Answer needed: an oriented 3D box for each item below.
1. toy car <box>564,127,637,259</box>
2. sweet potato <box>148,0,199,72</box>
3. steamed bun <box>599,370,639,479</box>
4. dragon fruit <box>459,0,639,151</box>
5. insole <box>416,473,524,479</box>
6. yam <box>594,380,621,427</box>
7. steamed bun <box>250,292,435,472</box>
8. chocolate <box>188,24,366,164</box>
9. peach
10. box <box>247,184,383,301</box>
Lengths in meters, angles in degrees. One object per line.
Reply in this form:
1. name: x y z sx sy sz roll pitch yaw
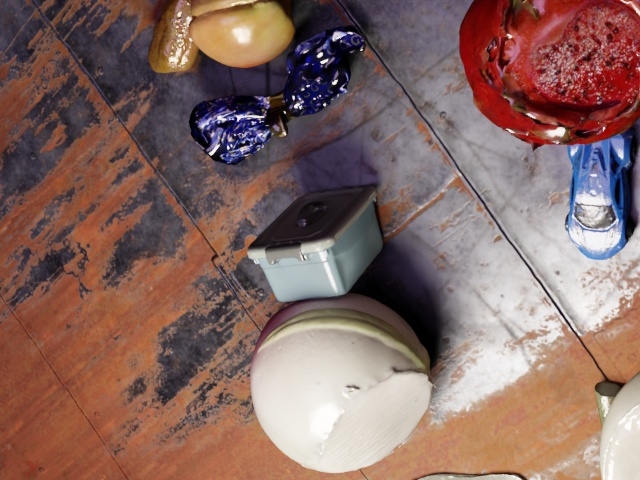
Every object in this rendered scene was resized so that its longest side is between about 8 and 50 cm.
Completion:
1. toy car: 0.413 -0.075 1.687 0.103 0.063 0.216 6 105 28
2. sweet potato: -0.224 -0.402 1.962 0.097 0.097 0.251 34 111 19
3. steamed bun: 0.562 0.305 1.611 0.324 0.206 0.324 6 103 29
4. dragon fruit: 0.340 -0.267 1.548 0.296 0.302 0.295 4 100 23
5. insole: 0.243 0.435 1.940 0.248 0.011 0.081 -12 97 32
6. yam: 0.454 0.267 1.761 0.043 0.043 0.094 -8 99 31
7. steamed bun: 0.012 0.208 1.862 0.309 0.309 0.309 8 106 28
8. chocolate: -0.057 -0.238 1.898 0.343 0.126 0.148 -28 50 25
9. peach: -0.130 -0.372 1.864 0.184 0.184 0.184 8 106 28
10. box: 0.000 0.000 1.855 0.162 0.227 0.130 -7 113 30
